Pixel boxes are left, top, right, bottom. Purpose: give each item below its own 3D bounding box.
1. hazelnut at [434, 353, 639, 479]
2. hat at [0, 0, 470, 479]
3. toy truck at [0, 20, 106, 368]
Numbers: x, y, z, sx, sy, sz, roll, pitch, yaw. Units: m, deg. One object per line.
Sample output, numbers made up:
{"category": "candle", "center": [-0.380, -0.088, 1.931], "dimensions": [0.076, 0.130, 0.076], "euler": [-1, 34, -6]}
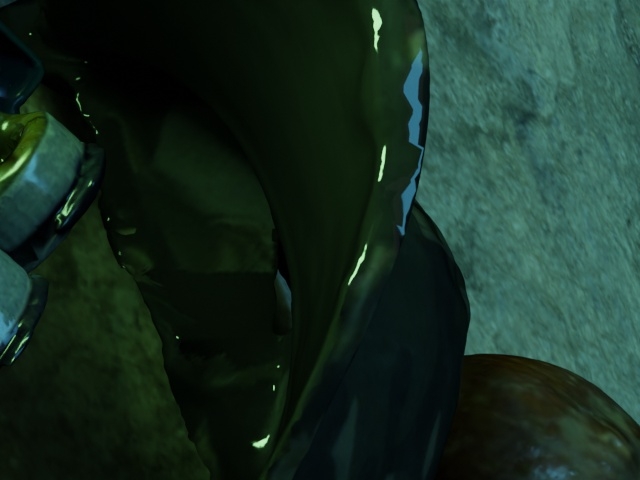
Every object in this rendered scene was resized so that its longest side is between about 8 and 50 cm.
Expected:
{"category": "hazelnut", "center": [0.096, 0.120, 0.881], "dimensions": [0.154, 0.143, 0.143], "euler": [-19, 83, -57]}
{"category": "hat", "center": [0.000, 0.000, 0.690], "dimensions": [0.257, 0.381, 0.366], "euler": [-5, 73, -34]}
{"category": "toy truck", "center": [-0.190, 0.028, 0.529], "dimensions": [0.146, 0.175, 0.367], "euler": [44, 37, -23]}
